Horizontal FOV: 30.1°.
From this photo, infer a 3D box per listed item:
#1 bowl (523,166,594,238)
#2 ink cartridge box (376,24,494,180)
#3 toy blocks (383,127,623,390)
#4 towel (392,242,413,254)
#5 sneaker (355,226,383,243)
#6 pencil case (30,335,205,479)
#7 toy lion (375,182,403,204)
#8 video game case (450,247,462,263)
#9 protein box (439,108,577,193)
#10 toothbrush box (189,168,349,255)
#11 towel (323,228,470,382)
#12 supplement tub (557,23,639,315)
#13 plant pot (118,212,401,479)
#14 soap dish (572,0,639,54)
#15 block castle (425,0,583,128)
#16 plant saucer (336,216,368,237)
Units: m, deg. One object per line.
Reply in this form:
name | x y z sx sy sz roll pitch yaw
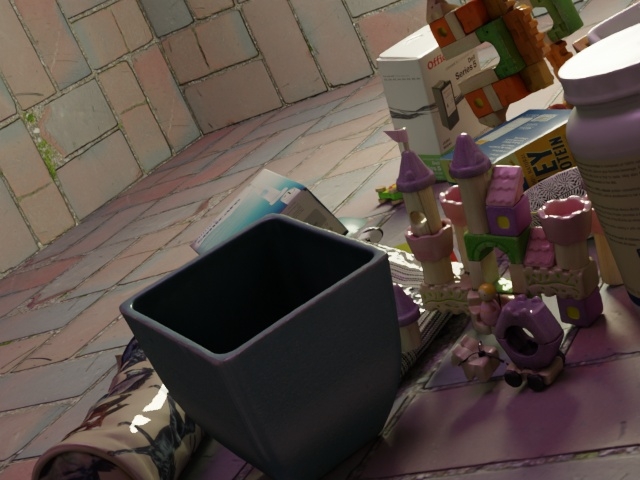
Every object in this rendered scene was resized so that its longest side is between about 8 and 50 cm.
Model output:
bowl | 0.387 -0.048 1.807 0.170 0.080 0.170 -24 15 7
ink cartridge box | 0.244 -0.288 2.469 0.115 0.273 0.198 7 33 42
toy blocks | 0.216 -0.014 1.522 0.288 0.260 0.309 5 30 37
towel | 0.082 0.044 2.061 0.237 0.021 0.102 -18 21 10
sneaker | 0.073 0.014 2.200 0.109 0.040 0.044 -34 23 -7
pencil case | -0.254 0.259 1.623 0.183 0.160 0.410 -16 17 17
toy lion | 0.170 -0.107 2.477 0.096 0.034 0.100 -22 13 -20
video game case | 0.098 0.103 1.863 0.285 0.025 0.204 -24 14 6
protein box | 0.347 -0.119 2.011 0.201 0.136 0.200 -29 15 -16
toothbrush box | -0.102 -0.003 2.200 0.216 0.126 0.295 -47 20 -6
towel | 0.029 0.087 1.723 0.324 0.056 0.312 14 40 32
supplement tub | 0.426 -0.083 1.380 0.235 0.325 0.235 -23 15 7
plant pot | -0.048 0.150 1.447 0.247 0.252 0.248 -33 30 -26
soap dish | 0.594 -0.276 1.957 0.229 0.118 0.291 -30 54 -11
block castle | 0.416 -0.418 2.328 0.303 0.453 0.213 -34 9 -33
plant saucer | 0.000 0.000 2.285 0.195 0.037 0.195 -33 6 4
